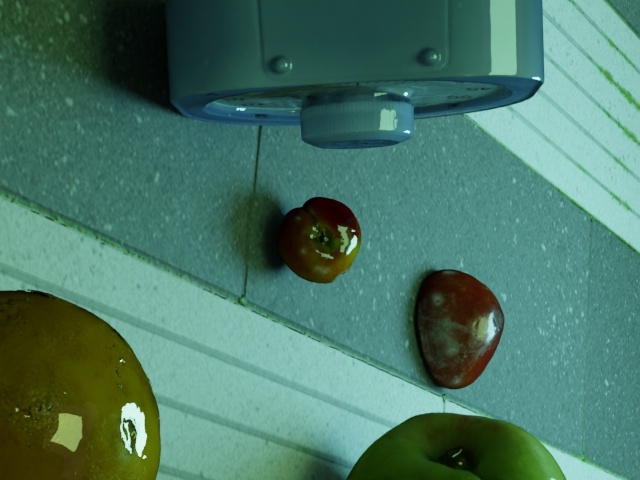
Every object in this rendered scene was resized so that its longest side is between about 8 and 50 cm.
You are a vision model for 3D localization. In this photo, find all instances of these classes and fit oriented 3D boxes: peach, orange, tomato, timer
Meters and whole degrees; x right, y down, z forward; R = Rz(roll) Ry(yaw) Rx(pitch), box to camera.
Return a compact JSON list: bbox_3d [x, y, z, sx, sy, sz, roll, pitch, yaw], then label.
[{"bbox_3d":[0.147,0.364,1.903,0.314,0.282,0.315,-113,-152,-56],"label":"peach"},{"bbox_3d":[-0.001,0.000,1.890,0.101,0.101,0.100,14,74,-59],"label":"peach"},{"bbox_3d":[-0.242,0.157,1.323,0.240,0.240,0.240,14,74,-59],"label":"orange"},{"bbox_3d":[0.196,0.117,2.211,0.139,0.091,0.159,-30,114,-56],"label":"tomato"},{"bbox_3d":[0.037,-0.182,1.719,0.395,0.395,0.173,1,84,-60],"label":"timer"}]
